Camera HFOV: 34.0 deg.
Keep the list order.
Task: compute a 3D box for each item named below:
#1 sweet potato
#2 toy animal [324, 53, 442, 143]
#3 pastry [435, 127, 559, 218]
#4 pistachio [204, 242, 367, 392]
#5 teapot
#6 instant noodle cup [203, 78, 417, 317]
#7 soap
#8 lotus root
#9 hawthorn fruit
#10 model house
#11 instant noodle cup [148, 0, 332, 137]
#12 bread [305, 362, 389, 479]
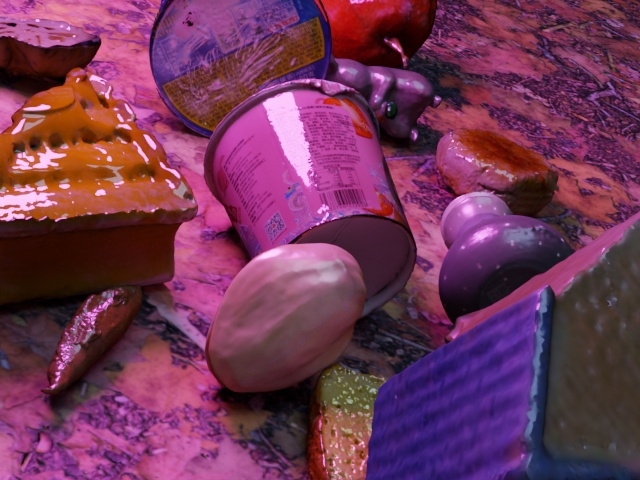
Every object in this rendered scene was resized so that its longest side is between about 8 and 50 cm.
[{"bbox_3d":[-0.244,0.098,1.114,0.060,0.068,0.206,2,34,17],"label":"sweet potato"},{"bbox_3d":[0.066,-0.256,1.751,0.251,0.125,0.127,23,-11,-16],"label":"toy animal"},{"bbox_3d":[0.279,-0.109,1.694,0.193,0.093,0.182,-3,38,-39],"label":"pastry"},{"bbox_3d":[-0.042,0.081,1.153,0.145,0.201,0.117,58,-6,-12],"label":"pistachio"},{"bbox_3d":[0.236,0.027,1.415,0.184,0.183,0.251,14,20,-11],"label":"teapot"},{"bbox_3d":[-0.004,-0.040,1.311,0.243,0.243,0.231,3,43,-26],"label":"instant noodle cup"},{"bbox_3d":[-0.359,-0.075,1.208,0.339,0.169,0.304,-6,41,-38],"label":"soap"},{"bbox_3d":[-0.433,-0.280,1.560,0.183,0.077,0.204,23,22,29],"label":"lotus root"},{"bbox_3d":[0.108,-0.400,1.912,0.242,0.241,0.271,6,44,-22],"label":"hawthorn fruit"},{"bbox_3d":[0.238,0.237,0.956,0.343,0.334,0.382,-37,86,-35],"label":"model house"},{"bbox_3d":[-0.146,-0.345,1.671,0.284,0.284,0.312,9,25,-18],"label":"instant noodle cup"},{"bbox_3d":[0.037,0.213,1.104,0.103,0.065,0.187,13,31,-15],"label":"bread"}]
